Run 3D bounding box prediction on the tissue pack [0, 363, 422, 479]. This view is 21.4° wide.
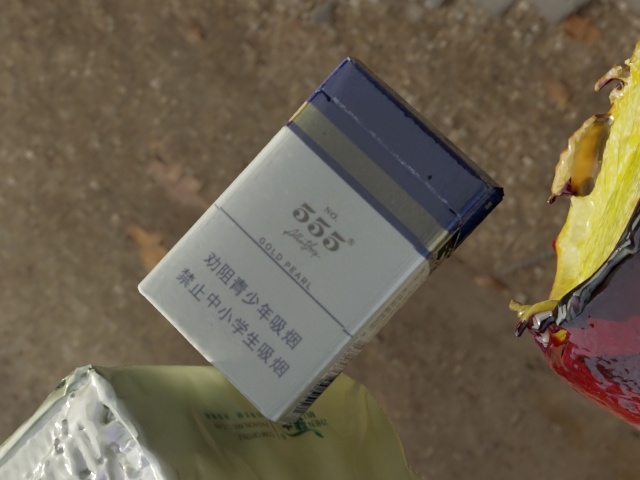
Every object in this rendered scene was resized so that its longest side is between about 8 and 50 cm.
[{"bbox_3d":[-0.121,0.251,1.440,0.297,0.380,0.207,-46,64,24],"label":"tissue pack"}]

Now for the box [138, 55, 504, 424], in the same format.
[{"bbox_3d":[0.000,0.000,1.348,0.168,0.259,0.071,45,-177,15],"label":"box"}]

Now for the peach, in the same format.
[{"bbox_3d":[0.353,-0.015,1.567,0.353,0.339,0.416,-3,144,22],"label":"peach"}]
